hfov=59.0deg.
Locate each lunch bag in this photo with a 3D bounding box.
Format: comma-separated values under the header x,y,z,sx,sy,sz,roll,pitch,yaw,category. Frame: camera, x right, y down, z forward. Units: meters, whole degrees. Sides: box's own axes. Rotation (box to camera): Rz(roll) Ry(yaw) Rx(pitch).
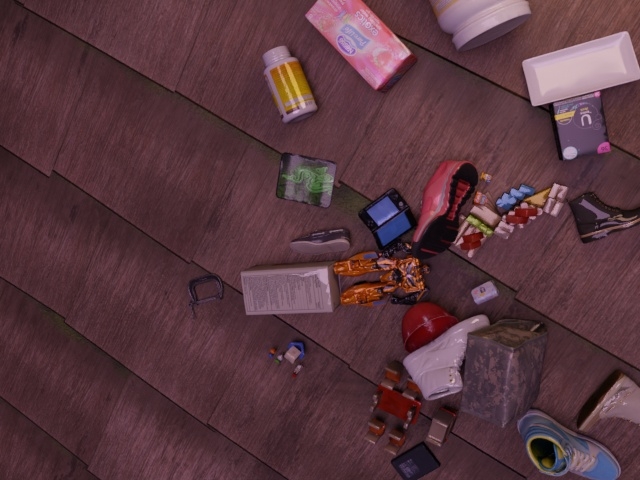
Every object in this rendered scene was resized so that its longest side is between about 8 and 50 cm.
x,y,z,sx,sy,sz,roll,pitch,yaw,category
0.489,0.155,1.680,0.071,0.083,0.053,-29,91,20,lunch bag
0.541,0.362,1.619,0.169,0.287,0.235,13,104,45,lunch bag

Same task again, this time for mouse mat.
x,y,z,sx,sy,sz,roll,pitch,yaw,category
-0.048,-0.194,1.820,0.190,0.007,0.152,12,103,13,mouse mat

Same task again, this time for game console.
x,y,z,sx,sy,sz,roll,pitch,yaw,category
0.202,-0.065,1.722,0.144,0.085,0.124,-36,105,19,game console

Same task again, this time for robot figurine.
x,y,z,sx,sy,sz,roll,pitch,yaw,category
0.197,0.114,1.760,0.291,0.085,0.211,-11,98,18,robot figurine

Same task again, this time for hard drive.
x,y,z,sx,sy,sz,roll,pitch,yaw,category
0.314,0.736,1.870,0.135,0.022,0.094,-38,87,19,hard drive

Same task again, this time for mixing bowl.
x,y,z,sx,sy,sz,roll,pitch,yaw,category
0.317,0.254,1.723,0.181,0.181,0.098,-44,46,19,mixing bowl

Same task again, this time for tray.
x,y,z,sx,sy,sz,roll,pitch,yaw,category
0.695,-0.454,1.520,0.271,0.030,0.145,-12,75,18,tray

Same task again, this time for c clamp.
x,y,z,sx,sy,sz,roll,pitch,yaw,category
-0.405,0.191,1.991,0.161,0.022,0.137,-22,88,21,c clamp

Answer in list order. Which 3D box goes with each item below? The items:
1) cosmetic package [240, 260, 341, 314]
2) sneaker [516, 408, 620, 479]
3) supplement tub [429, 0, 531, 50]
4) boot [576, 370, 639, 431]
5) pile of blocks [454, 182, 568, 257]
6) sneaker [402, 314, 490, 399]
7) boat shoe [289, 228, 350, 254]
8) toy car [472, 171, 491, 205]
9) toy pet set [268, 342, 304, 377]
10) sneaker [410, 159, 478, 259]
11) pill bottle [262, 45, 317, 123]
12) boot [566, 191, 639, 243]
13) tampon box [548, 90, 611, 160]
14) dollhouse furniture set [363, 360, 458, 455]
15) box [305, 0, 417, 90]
x,y,z,sx,sy,sz,roll,pitch,yaw,category
-0.092,0.152,1.831,0.296,0.129,0.153,-3,98,18,cosmetic package
0.720,0.635,1.632,0.319,0.208,0.127,27,105,10,sneaker
0.390,-0.693,1.475,0.241,0.241,0.331,-22,93,19,supplement tub
0.866,0.504,1.636,0.165,0.077,0.213,34,105,6,boot
0.524,-0.076,1.613,0.362,0.113,0.149,-30,90,19,pile of blocks
0.407,0.357,1.677,0.293,0.108,0.169,-36,47,8,sneaker
0.000,0.000,1.824,0.206,0.075,0.064,-4,56,23,boat shoe
0.469,-0.150,1.619,0.041,0.060,0.122,19,72,15,toy car
-0.101,0.387,1.925,0.122,0.065,0.114,39,143,10,toy pet set
0.345,-0.092,1.660,0.116,0.136,0.313,21,99,-29,sneaker
-0.099,-0.474,1.726,0.117,0.117,0.214,-21,94,19,pill bottle
0.794,-0.090,1.554,0.198,0.077,0.137,-25,87,18,boot
0.696,-0.305,1.525,0.121,0.101,0.160,-12,96,19,tampon box
0.293,0.545,1.808,0.259,0.135,0.261,21,105,24,dollhouse furniture set
0.121,-0.580,1.622,0.142,0.154,0.300,-44,87,19,box
